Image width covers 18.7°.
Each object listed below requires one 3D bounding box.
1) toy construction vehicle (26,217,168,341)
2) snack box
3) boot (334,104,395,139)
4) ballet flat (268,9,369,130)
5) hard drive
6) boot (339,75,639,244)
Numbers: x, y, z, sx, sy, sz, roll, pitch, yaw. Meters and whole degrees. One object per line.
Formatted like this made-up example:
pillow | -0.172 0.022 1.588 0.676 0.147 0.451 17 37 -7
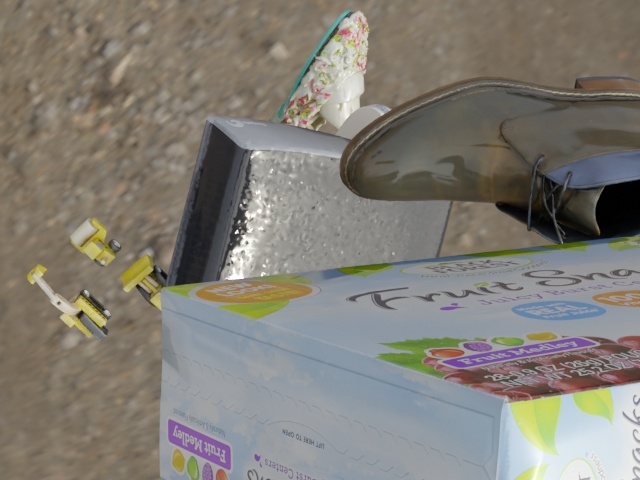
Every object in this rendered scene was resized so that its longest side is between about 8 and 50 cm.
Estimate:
toy construction vehicle | -0.175 0.037 1.562 0.086 0.035 0.098 -38 110 16
snack box | 0.080 0.049 0.598 0.207 0.174 0.070 -4 100 -33
boot | 0.027 -0.049 1.734 0.086 0.190 0.069 0 56 -48
ballet flat | -0.009 -0.112 1.896 0.077 0.241 0.091 40 19 9
hard drive | 0.000 0.000 1.573 0.254 0.054 0.172 12 94 -41
boot | 0.128 -0.045 1.190 0.219 0.106 0.082 -11 124 -13
